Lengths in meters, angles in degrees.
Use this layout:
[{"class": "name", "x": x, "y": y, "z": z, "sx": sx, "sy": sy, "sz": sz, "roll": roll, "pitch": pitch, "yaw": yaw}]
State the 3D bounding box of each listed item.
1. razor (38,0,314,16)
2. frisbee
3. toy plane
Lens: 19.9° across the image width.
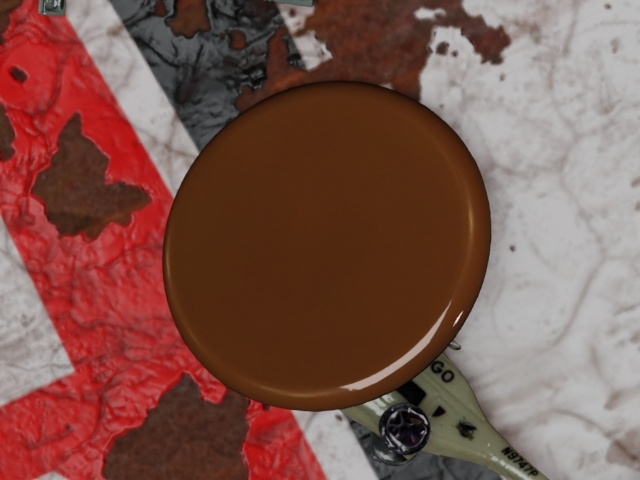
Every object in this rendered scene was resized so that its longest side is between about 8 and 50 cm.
[{"class": "razor", "x": -0.106, "y": -0.197, "z": 1.358, "sx": 0.211, "sy": 0.036, "sz": 0.084, "roll": 9, "pitch": 100, "yaw": 11}, {"class": "frisbee", "x": 0.000, "y": 0.000, "z": 1.317, "sx": 0.251, "sy": 0.021, "sz": 0.250, "roll": -5, "pitch": 73, "yaw": 17}, {"class": "toy plane", "x": 0.104, "y": 0.137, "z": 1.332, "sx": 0.286, "sy": 0.092, "sz": 0.108, "roll": 38, "pitch": 77, "yaw": 7}]
